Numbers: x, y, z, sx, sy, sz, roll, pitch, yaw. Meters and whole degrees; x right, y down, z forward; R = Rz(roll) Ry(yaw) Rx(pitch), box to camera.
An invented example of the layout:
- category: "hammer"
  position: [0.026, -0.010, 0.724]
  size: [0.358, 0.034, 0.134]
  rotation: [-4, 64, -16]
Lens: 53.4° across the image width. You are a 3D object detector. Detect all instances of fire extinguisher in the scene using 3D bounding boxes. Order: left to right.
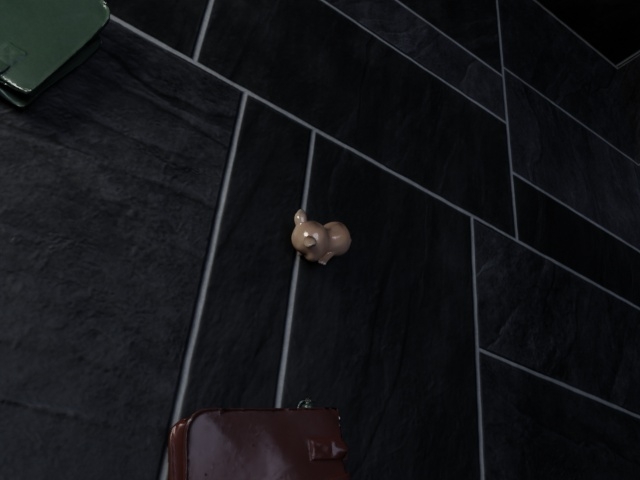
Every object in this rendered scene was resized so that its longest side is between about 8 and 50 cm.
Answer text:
- category: "fire extinguisher"
  position: [-0.022, 0.300, 1.063]
  size: [0.038, 0.025, 0.083]
  rotation: [14, 59, -34]

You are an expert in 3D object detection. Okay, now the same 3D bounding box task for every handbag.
- category: "handbag"
  position: [-0.496, -0.357, 1.003]
  size: [0.247, 0.079, 0.260]
  rotation: [39, 49, -15]
- category: "handbag"
  position: [-0.079, 0.372, 0.928]
  size: [0.275, 0.084, 0.260]
  rotation: [8, 60, -29]

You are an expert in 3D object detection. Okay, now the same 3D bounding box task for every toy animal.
- category: "toy animal"
  position: [0.003, -0.006, 1.211]
  size: [0.150, 0.083, 0.089]
  rotation: [1, 109, -48]
